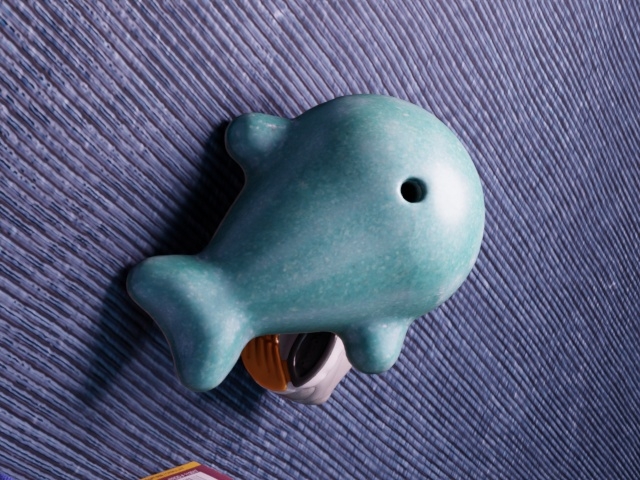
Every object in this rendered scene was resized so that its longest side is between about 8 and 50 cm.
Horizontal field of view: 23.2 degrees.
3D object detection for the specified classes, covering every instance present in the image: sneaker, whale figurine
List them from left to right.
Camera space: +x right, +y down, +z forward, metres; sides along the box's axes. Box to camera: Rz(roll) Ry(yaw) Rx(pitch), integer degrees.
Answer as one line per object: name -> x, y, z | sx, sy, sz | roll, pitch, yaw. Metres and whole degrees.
whale figurine -> 0.000, 0.000, 1.122 | 0.272, 0.141, 0.216 | -29, 92, -25
sneaker -> 0.026, 0.018, 1.287 | 0.262, 0.099, 0.121 | -57, 159, -12

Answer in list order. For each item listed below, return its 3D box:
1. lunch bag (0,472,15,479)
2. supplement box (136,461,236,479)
lunch bag -> -0.266, 0.266, 0.924 | 0.221, 0.138, 0.293 | -54, 158, -29
supplement box -> -0.117, 0.279, 1.204 | 0.104, 0.081, 0.188 | -8, 114, -57
